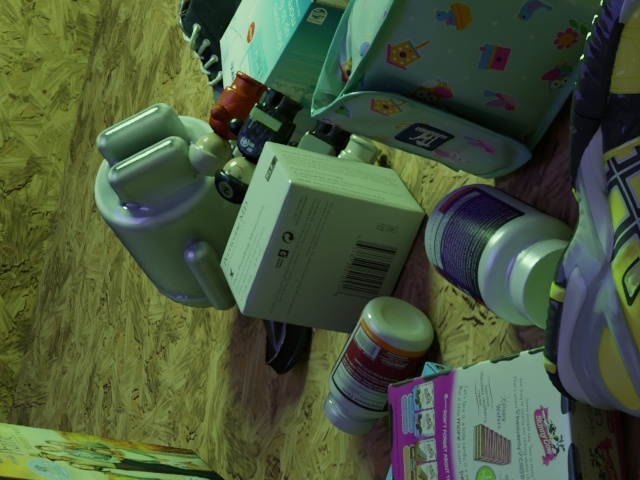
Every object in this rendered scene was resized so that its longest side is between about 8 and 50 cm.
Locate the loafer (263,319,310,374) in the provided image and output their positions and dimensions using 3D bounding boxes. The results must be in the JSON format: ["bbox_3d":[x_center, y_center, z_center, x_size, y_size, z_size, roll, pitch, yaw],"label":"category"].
[{"bbox_3d":[-0.062,0.076,1.917,0.080,0.078,0.220,140,136,-56],"label":"loafer"}]

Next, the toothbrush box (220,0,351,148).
[{"bbox_3d":[-0.027,-0.289,1.956,0.295,0.126,0.216,125,148,-45],"label":"toothbrush box"}]

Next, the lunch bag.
[{"bbox_3d":[0.133,-0.184,1.405,0.160,0.223,0.262,-93,26,-49],"label":"lunch bag"}]

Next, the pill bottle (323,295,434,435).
[{"bbox_3d":[0.061,0.145,1.589,0.086,0.086,0.152,-108,37,-50],"label":"pill bottle"}]

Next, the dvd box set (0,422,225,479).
[{"bbox_3d":[-0.343,0.337,2.007,0.307,0.420,0.062,-161,84,-68],"label":"dvd box set"}]

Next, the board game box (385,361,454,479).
[{"bbox_3d":[0.138,0.238,1.426,0.211,0.039,0.160,43,118,62],"label":"board game box"}]

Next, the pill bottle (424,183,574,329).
[{"bbox_3d":[0.184,0.018,1.337,0.193,0.108,0.108,-141,65,-65],"label":"pill bottle"}]

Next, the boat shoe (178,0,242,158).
[{"bbox_3d":[-0.161,-0.292,2.221,0.127,0.158,0.341,-167,89,-67],"label":"boat shoe"}]

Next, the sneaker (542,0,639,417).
[{"bbox_3d":[0.278,-0.042,1.087,0.147,0.145,0.385,16,115,36],"label":"sneaker"}]

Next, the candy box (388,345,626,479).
[{"bbox_3d":[0.164,0.192,1.271,0.233,0.071,0.159,-21,66,49],"label":"candy box"}]

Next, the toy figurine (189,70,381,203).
[{"bbox_3d":[-0.048,-0.103,1.800,0.148,0.209,0.213,-61,27,4],"label":"toy figurine"}]

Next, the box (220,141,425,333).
[{"bbox_3d":[0.000,0.000,1.678,0.119,0.181,0.181,-121,47,-57],"label":"box"}]

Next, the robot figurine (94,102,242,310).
[{"bbox_3d":[-0.188,-0.036,2.001,0.353,0.199,0.300,60,-172,-50],"label":"robot figurine"}]
